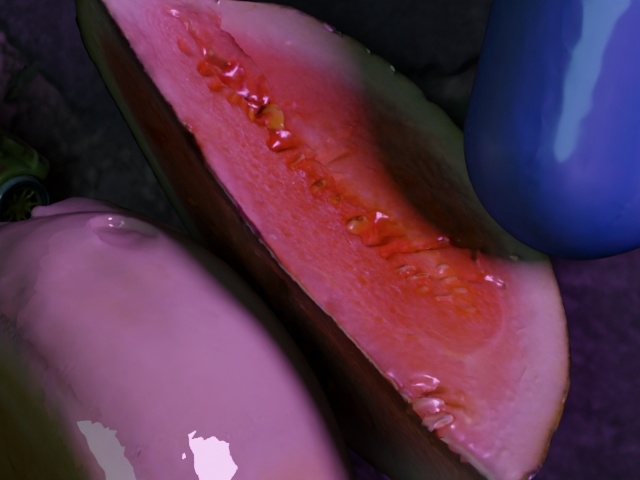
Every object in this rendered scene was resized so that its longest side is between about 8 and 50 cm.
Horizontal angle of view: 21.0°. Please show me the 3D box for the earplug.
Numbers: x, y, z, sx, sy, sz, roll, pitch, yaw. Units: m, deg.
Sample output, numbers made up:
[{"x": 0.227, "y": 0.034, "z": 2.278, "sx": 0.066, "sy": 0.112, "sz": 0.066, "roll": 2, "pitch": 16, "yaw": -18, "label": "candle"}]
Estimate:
[{"x": 0.138, "y": -0.123, "z": 0.734, "sx": 0.132, "sy": 0.132, "sz": 0.273, "roll": 20, "pitch": 100, "yaw": 25, "label": "earplug"}]

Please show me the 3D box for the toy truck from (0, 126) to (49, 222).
[{"x": -0.238, "y": 0.002, "z": 0.880, "sx": 0.085, "sy": 0.116, "sz": 0.191, "roll": 31, "pitch": 81, "yaw": 41, "label": "toy truck"}]

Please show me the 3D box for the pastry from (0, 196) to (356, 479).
[{"x": -0.089, "y": 0.111, "z": 0.785, "sx": 0.264, "sy": 0.133, "sz": 0.265, "roll": 30, "pitch": 134, "yaw": 36, "label": "pastry"}]

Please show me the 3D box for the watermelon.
[{"x": 0.022, "y": -0.011, "z": 0.786, "sx": 0.128, "sy": 0.159, "sz": 0.303, "roll": -34, "pitch": 72, "yaw": -11, "label": "watermelon"}]
